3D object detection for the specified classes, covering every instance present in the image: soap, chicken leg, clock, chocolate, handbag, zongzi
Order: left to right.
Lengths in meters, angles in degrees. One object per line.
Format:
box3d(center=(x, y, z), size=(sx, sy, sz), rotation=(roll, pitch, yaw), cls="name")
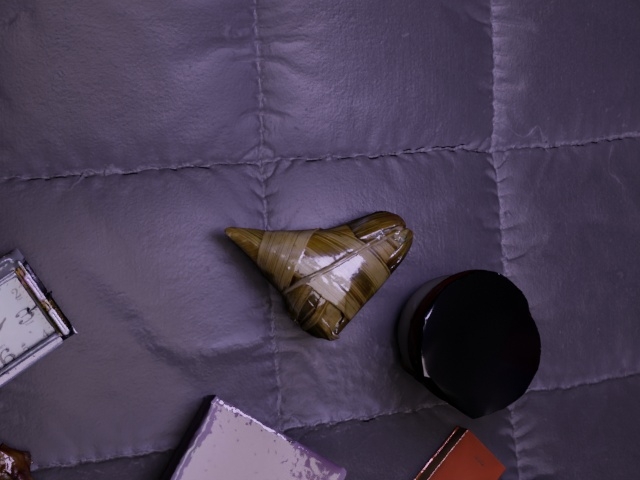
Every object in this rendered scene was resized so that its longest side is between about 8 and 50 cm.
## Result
box3d(center=(-0.566, 0.154, 1.721), size=(0.253, 0.083, 0.186), rotation=(-35, 102, -16), cls="clock")
box3d(center=(-0.474, 0.480, 1.770), size=(0.113, 0.093, 0.304), rotation=(-37, 95, -33), cls="chicken leg")
box3d(center=(-0.142, 0.470, 1.834), size=(0.296, 0.107, 0.285), rotation=(33, 72, -9), cls="soap")
box3d(center=(0.000, 0.000, 1.900), size=(0.288, 0.134, 0.286), rotation=(45, 71, -8), cls="zongzi")
box3d(center=(0.267, 0.486, 2.039), size=(0.190, 0.063, 0.127), rotation=(-47, 106, -15), cls="handbag")
box3d(center=(0.266, 0.192, 1.963), size=(0.284, 0.186, 0.283), rotation=(2, 85, -27), cls="chocolate")
